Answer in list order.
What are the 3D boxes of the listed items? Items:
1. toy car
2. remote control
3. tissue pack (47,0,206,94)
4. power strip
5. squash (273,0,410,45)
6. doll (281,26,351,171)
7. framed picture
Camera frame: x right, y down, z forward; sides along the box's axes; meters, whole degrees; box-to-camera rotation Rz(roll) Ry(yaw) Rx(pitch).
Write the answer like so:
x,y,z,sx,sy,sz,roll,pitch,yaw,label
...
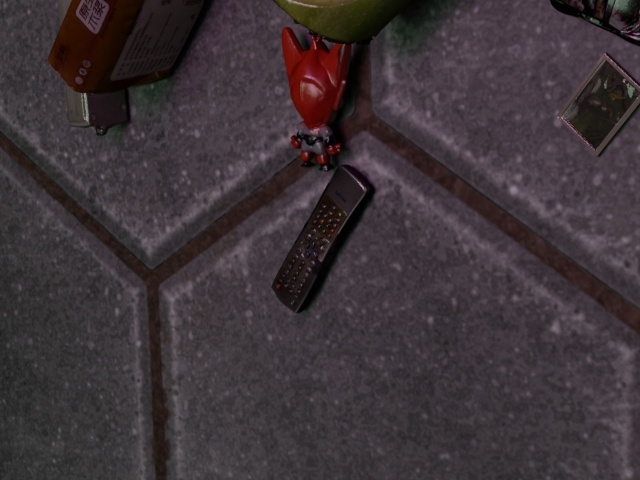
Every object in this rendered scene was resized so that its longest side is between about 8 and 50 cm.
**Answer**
x,y,z,sx,sy,sz,roll,pitch,yaw,label
0.289,-0.242,1.309,0.142,0.055,0.069,33,121,33,toy car
0.000,0.000,1.624,0.059,0.028,0.212,44,124,22,remote control
-0.228,-0.298,1.662,0.092,0.183,0.226,47,125,19,tissue pack
-0.318,-0.280,1.812,0.052,0.078,0.272,1,99,42,power strip
0.060,-0.359,1.397,0.189,0.189,0.260,55,131,19,squash
-0.006,-0.168,1.576,0.109,0.057,0.169,15,107,41,doll
0.290,-0.140,1.359,0.066,0.007,0.089,50,126,22,framed picture
